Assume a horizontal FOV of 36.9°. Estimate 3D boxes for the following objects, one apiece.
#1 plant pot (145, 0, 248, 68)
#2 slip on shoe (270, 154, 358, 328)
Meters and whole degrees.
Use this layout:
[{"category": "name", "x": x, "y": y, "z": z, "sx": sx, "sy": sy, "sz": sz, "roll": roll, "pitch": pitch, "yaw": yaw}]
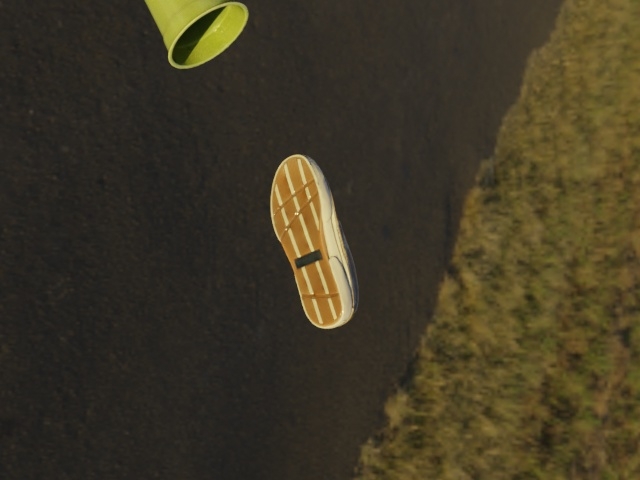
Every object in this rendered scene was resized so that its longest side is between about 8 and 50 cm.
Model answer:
[{"category": "plant pot", "x": -0.120, "y": -0.209, "z": 0.850, "sx": 0.079, "sy": 0.083, "sz": 0.083, "roll": 53, "pitch": 27, "yaw": 12}, {"category": "slip on shoe", "x": 0.000, "y": 0.000, "z": 0.743, "sx": 0.041, "sy": 0.051, "sz": 0.135, "roll": -9, "pitch": 80, "yaw": -59}]
